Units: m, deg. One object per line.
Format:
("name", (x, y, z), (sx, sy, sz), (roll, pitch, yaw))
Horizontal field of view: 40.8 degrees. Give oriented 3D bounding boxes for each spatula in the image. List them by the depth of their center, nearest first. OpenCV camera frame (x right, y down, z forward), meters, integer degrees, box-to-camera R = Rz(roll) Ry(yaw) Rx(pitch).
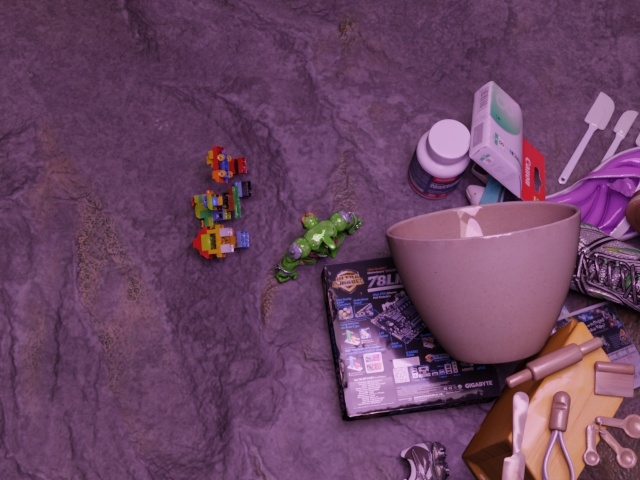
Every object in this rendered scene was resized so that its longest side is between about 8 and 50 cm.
("spatula", (0.611, -0.184, 1.800), (0.168, 0.019, 0.242), (31, 72, 6))

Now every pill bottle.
("pill bottle", (0.236, -0.160, 1.685), (0.107, 0.180, 0.108), (1, 71, -2))

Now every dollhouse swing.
("dollhouse swing", (0.435, 0.365, 1.427), (0.305, 0.347, 0.315), (34, 73, 9))

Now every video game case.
("video game case", (0.521, 0.211, 1.618), (0.190, 0.022, 0.173), (-12, 71, -34))

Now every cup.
("cup", (0.292, 0.076, 1.495), (0.331, 0.331, 0.237), (-10, 100, -6))

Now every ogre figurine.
("ogre figurine", (0.000, 0.000, 1.650), (0.197, 0.118, 0.097), (-16, 73, -9))

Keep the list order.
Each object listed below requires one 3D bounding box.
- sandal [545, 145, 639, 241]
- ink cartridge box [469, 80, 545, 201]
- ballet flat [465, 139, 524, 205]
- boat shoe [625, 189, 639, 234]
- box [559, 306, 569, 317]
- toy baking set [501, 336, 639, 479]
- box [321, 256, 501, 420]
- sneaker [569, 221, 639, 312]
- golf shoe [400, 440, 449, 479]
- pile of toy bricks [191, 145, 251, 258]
("sandal", (0.560, -0.069, 1.707), (0.416, 0.102, 0.169), (-27, 78, -8))
("ink cartridge box", (0.379, -0.173, 1.652), (0.224, 0.056, 0.181), (33, 47, -25))
("ballet flat", (0.340, -0.112, 1.733), (0.087, 0.083, 0.247), (15, 66, 15))
("boat shoe", (0.749, -0.048, 1.680), (0.341, 0.123, 0.123), (14, 56, -8))
("box", (0.412, 0.137, 1.667), (0.109, 0.042, 0.178), (-30, 76, -13))
("toy baking set", (0.364, 0.258, 1.260), (0.256, 0.030, 0.197), (-18, 73, -9))
("box", (0.166, 0.173, 1.623), (0.295, 0.073, 0.293), (-7, 69, -8))
("sneaker", (0.559, 0.056, 1.611), (0.343, 0.146, 0.134), (14, 99, -6))
("golf shoe", (0.189, 0.461, 1.534), (0.093, 0.077, 0.198), (-7, 64, 6))
("pile of toy bricks", (-0.207, -0.071, 1.685), (0.105, 0.118, 0.212), (-5, 87, 24))
